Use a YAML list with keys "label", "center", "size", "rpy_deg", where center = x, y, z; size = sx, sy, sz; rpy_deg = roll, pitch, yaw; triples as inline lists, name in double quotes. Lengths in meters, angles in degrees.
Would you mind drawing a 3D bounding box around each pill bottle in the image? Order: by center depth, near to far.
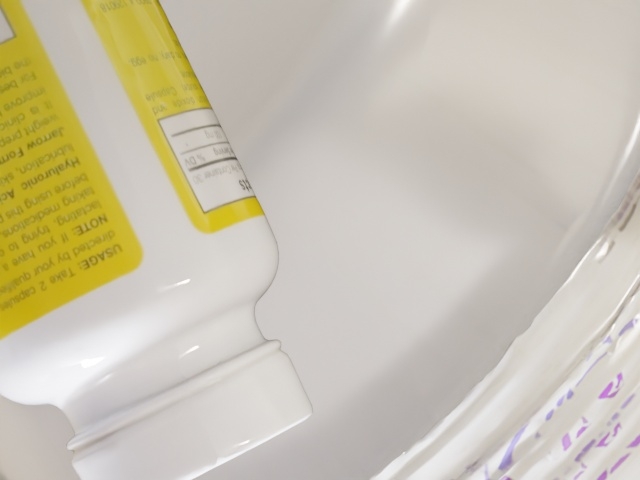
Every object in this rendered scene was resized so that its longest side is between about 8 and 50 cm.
- label: "pill bottle"
  center: [-0.048, -0.007, 0.382]
  size: [0.065, 0.065, 0.116]
  rpy_deg: [-29, -94, 39]

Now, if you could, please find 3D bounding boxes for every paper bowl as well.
- label: "paper bowl"
  center: [0.000, 0.000, 0.570]
  size: [0.284, 0.284, 0.148]
  rpy_deg: [-19, -53, 40]
